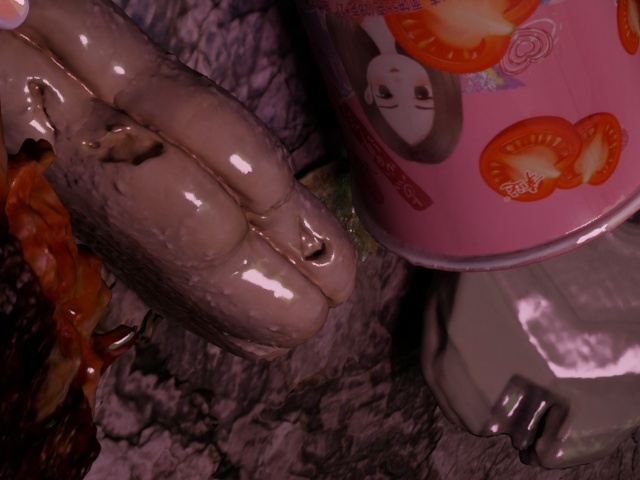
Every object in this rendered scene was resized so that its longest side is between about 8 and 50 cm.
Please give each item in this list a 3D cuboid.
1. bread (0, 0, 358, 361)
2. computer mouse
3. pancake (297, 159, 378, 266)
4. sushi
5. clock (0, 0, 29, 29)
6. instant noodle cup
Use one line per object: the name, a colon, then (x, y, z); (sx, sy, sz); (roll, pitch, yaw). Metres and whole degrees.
bread: (-0.081, -0.023, 0.739); (0.102, 0.183, 0.337); (-53, 140, -11)
computer mouse: (0.239, -0.020, 1.106); (0.428, 0.228, 0.145); (-62, -174, -4)
pancake: (0.000, -0.004, 0.978); (0.129, 0.023, 0.116); (-30, 129, -37)
sushi: (-0.219, 0.015, 0.605); (0.343, 0.197, 0.182); (80, 30, -45)
clock: (-0.184, -0.125, 0.459); (0.176, 0.080, 0.117); (-7, 109, -34)
instant noodle cup: (0.097, -0.144, 0.852); (0.243, 0.243, 0.231); (-47, 133, -23)
